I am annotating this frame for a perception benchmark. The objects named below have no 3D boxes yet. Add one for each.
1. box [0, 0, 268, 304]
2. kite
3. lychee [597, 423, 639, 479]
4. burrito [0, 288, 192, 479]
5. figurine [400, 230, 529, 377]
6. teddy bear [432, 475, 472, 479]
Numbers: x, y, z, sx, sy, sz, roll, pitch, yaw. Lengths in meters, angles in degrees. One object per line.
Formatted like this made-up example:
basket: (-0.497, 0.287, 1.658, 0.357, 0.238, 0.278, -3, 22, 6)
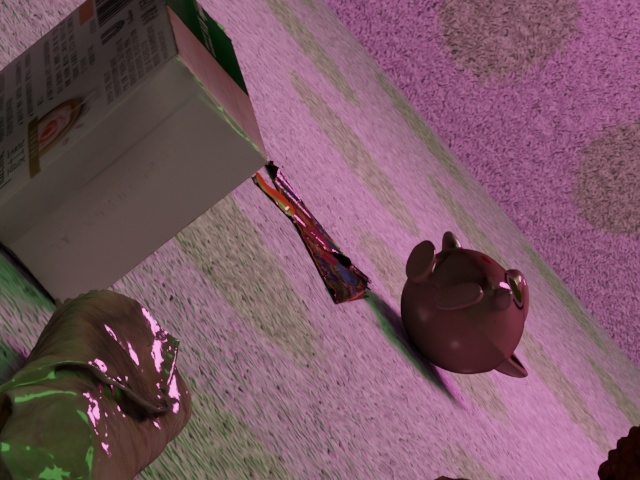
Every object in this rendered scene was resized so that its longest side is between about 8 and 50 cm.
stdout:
box: (-0.112, -0.065, 1.035, 0.081, 0.135, 0.199, 48, 11, -23)
kite: (0.000, 0.000, 1.713, 0.183, 0.014, 0.241, 44, 13, -34)
lychee: (0.405, 0.278, 1.822, 0.304, 0.275, 0.276, 21, -8, 30)
burrito: (-0.099, 0.070, 0.806, 0.087, 0.060, 0.226, 56, 8, -4)
figurine: (0.138, 0.064, 1.792, 0.138, 0.125, 0.125, 44, 12, -47)
teddy bear: (0.198, 0.281, 1.245, 0.296, 0.222, 0.246, 12, -6, -26)
